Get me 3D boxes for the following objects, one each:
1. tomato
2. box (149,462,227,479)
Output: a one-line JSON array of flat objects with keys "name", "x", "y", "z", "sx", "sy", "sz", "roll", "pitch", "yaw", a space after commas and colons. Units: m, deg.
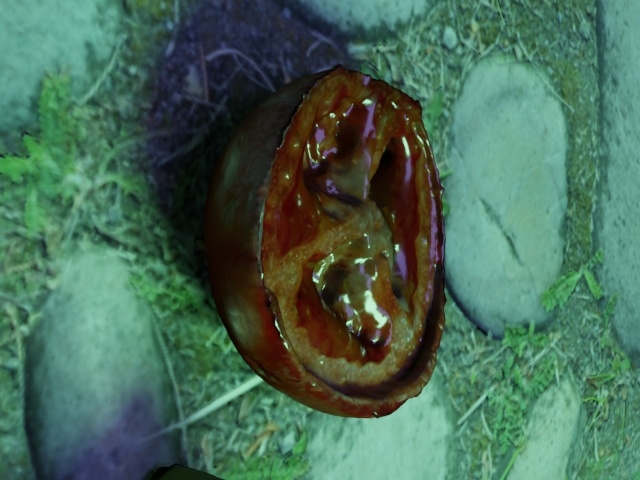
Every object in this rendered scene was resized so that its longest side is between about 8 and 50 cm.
[{"name": "tomato", "x": -0.002, "y": 0.002, "z": 0.666, "sx": 0.228, "sy": 0.101, "sz": 0.227, "roll": -3, "pitch": 94, "yaw": -54}, {"name": "box", "x": -0.093, "y": 0.408, "z": 0.583, "sx": 0.373, "sy": 0.138, "sz": 0.420, "roll": -42, "pitch": 121, "yaw": -35}]
